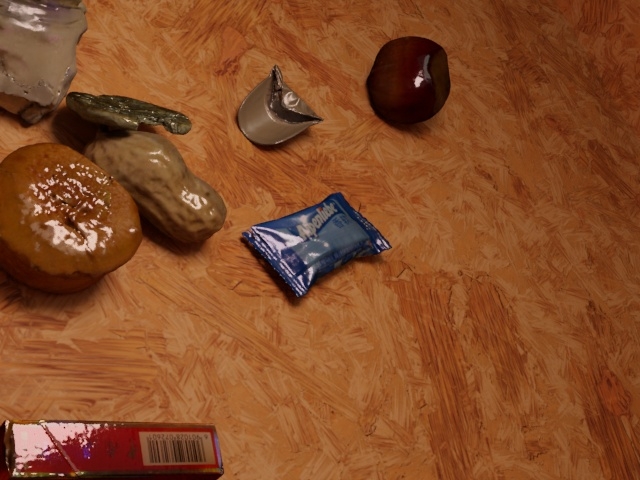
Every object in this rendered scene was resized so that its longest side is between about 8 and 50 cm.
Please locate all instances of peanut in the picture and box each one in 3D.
[{"bbox_3d":[-0.302,-0.107,1.734,0.291,0.159,0.143,38,63,-11],"label":"peanut"}]

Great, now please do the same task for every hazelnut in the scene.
[{"bbox_3d":[0.224,-0.404,2.399,0.229,0.229,0.230,23,46,-26],"label":"hazelnut"}]

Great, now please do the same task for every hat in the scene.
[{"bbox_3d":[-0.107,-0.284,2.126,0.173,0.144,0.166,-39,88,-6],"label":"hat"}]

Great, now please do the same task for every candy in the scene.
[{"bbox_3d":[0.000,0.000,1.971,0.187,0.077,0.331,49,39,13],"label":"candy"}]

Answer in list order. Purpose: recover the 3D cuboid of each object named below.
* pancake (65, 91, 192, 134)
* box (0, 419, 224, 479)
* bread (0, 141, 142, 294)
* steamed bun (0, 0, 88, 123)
[{"bbox_3d":[-0.364,-0.241,1.773,0.253,0.037,0.253,12,13,-3],"label":"pancake"},{"bbox_3d":[-0.322,0.334,1.326,0.313,0.197,0.089,10,52,-35],"label":"box"},{"bbox_3d":[-0.436,-0.028,1.565,0.268,0.146,0.268,19,50,-25],"label":"bread"},{"bbox_3d":[-0.556,-0.427,1.707,0.346,0.237,0.394,-24,75,-49],"label":"steamed bun"}]
